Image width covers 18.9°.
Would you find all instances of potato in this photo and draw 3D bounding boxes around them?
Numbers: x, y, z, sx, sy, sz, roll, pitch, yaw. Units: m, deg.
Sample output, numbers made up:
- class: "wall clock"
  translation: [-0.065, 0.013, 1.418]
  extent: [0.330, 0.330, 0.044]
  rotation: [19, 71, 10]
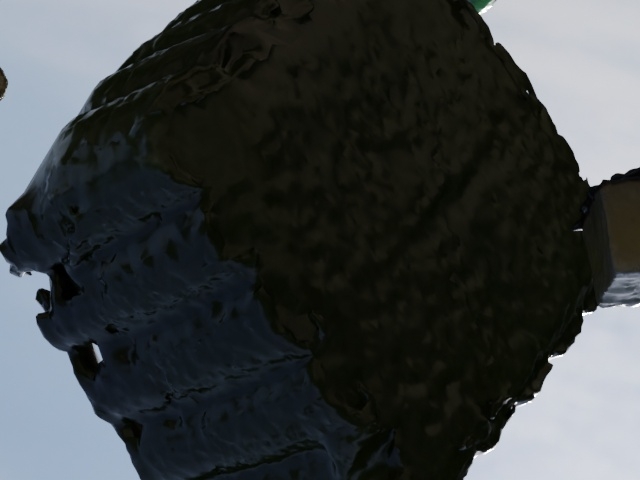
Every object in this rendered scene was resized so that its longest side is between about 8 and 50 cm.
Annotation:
- class: "potato"
  translation: [0.198, -0.003, 0.998]
  extent: [0.122, 0.061, 0.086]
  rotation: [-6, 159, -2]

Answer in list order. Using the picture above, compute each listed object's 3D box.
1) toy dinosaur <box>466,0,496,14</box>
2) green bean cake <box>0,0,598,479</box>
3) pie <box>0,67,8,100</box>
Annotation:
- class: "toy dinosaur"
  translation: [0.091, -0.413, 1.530]
  extent: [0.144, 0.500, 0.374]
  rotation: [-30, -97, -29]
- class: "green bean cake"
  translation: [0.000, 0.000, 1.225]
  extent: [0.218, 0.335, 0.319]
  rotation: [-19, -163, 43]
- class: "pie"
  translation: [-0.453, -0.181, 2.208]
  extent: [0.185, 0.052, 0.218]
  rotation: [-2, -154, 2]
